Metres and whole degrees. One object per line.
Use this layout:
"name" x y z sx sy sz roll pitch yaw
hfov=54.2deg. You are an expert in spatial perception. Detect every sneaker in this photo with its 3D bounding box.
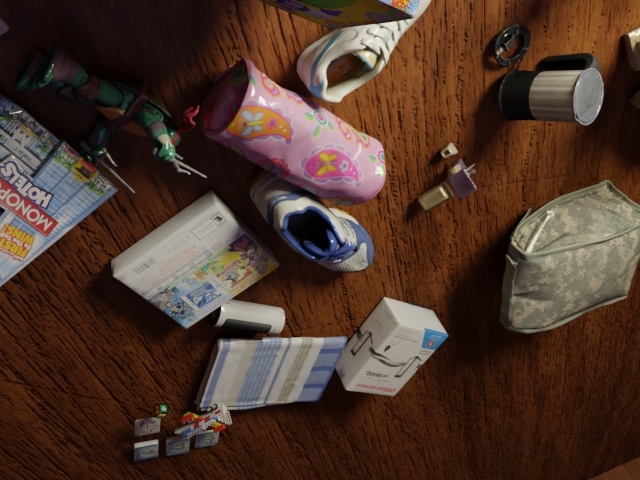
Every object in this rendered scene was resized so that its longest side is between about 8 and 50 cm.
"sneaker" 0.073 -0.278 0.852 0.229 0.092 0.087 -43 131 13
"sneaker" 0.000 0.000 1.034 0.112 0.131 0.296 -44 133 13

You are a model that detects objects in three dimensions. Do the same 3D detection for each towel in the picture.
"towel" -0.102 0.270 1.288 0.285 0.034 0.209 3 127 -26

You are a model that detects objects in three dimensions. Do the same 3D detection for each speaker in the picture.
"speaker" -0.134 0.139 1.146 0.136 0.055 0.055 15 121 -34

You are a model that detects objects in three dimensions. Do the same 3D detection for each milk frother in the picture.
"milk frother" 0.346 -0.256 0.963 0.143 0.135 0.129 24 85 -40

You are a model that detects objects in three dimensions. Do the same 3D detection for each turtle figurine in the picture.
"turtle figurine" -0.258 -0.154 0.801 0.175 0.118 0.234 -9 149 43

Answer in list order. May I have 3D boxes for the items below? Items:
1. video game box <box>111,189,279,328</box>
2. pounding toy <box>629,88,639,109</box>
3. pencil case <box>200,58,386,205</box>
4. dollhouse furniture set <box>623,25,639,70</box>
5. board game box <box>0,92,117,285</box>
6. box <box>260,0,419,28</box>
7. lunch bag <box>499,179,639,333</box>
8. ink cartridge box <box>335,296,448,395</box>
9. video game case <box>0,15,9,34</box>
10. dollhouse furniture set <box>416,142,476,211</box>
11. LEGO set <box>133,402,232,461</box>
"video game box" -0.202 0.037 1.033 0.205 0.048 0.187 -34 132 6
"pounding toy" 0.701 -0.268 1.141 0.206 0.094 0.181 21 118 -36
"pencil case" -0.030 -0.147 0.905 0.284 0.124 0.124 23 117 -37
"dollhouse furniture set" 0.556 -0.449 0.886 0.362 0.256 0.394 -27 113 -1
"board game box" -0.393 -0.052 0.787 0.194 0.060 0.194 49 63 -41
"box" -0.034 -0.386 0.585 0.290 0.177 0.279 11 97 -31
"lunch bag" 0.484 0.043 1.263 0.287 0.169 0.235 -20 134 -14
"ink cartridge box" 0.146 0.231 1.330 0.148 0.085 0.203 17 119 -34
"video game case" -0.434 -0.246 0.707 0.122 0.011 0.087 -30 135 2
"dollhouse furniture set" 0.220 -0.113 1.120 0.114 0.091 0.081 -33 -179 36
"LEGO set" -0.285 0.399 1.277 0.183 0.060 0.244 -4 141 -20
